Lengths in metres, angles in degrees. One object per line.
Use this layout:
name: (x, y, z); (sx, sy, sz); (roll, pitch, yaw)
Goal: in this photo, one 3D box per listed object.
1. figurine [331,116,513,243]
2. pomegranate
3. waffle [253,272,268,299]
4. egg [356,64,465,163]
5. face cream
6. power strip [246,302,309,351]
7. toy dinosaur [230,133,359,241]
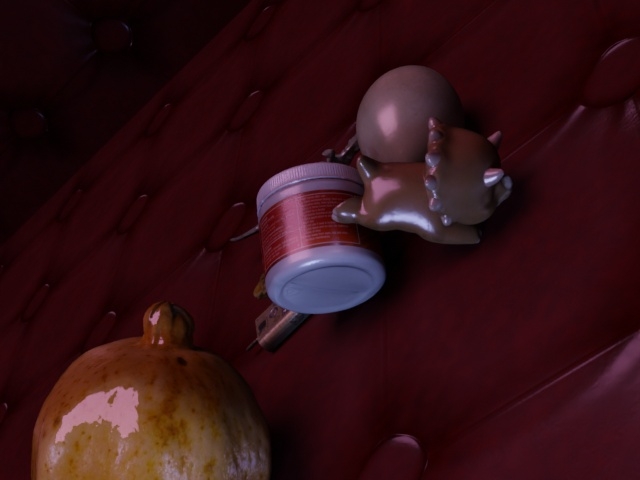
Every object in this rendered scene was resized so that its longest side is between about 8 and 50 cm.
figurine: (0.164, -0.101, 1.630); (0.247, 0.173, 0.177); (18, 44, 20)
pomegranate: (-0.252, 0.295, 1.640); (0.410, 0.410, 0.410); (-40, 28, 26)
waffle: (-0.036, 0.016, 1.987); (0.223, 0.054, 0.204); (-53, 10, -25)
egg: (0.154, -0.197, 1.839); (0.186, 0.186, 0.253); (-38, 26, 29)
face cream: (0.000, 0.000, 1.779); (0.201, 0.201, 0.187); (-33, 52, 36)
power strip: (-0.045, 0.115, 1.951); (0.268, 0.034, 0.092); (-45, 26, 16)
toy dinosaur: (-0.052, -0.078, 2.115); (0.393, 0.092, 0.205); (-46, -5, 40)
